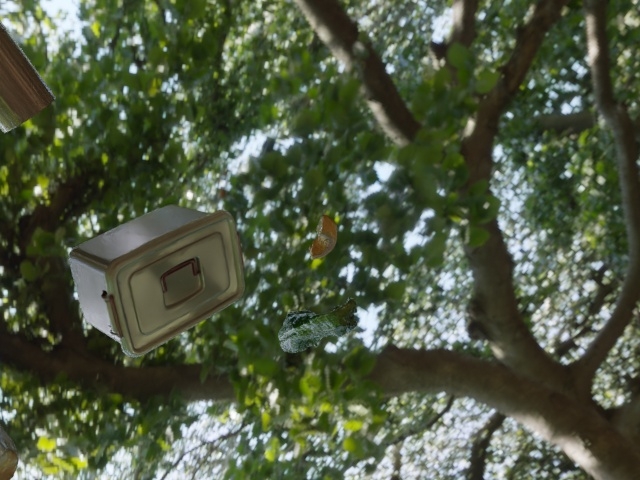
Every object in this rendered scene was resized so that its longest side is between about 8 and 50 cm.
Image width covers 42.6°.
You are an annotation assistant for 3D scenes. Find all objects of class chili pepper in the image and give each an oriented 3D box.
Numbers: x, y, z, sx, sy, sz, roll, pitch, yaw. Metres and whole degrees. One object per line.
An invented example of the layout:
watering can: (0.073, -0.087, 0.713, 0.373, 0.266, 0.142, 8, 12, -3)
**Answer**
chili pepper: (-0.011, 0.150, 1.410, 0.100, 0.257, 0.074, -12, -95, -28)

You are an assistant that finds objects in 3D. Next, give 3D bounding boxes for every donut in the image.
donut: (0.000, 0.000, 1.548, 0.067, 0.083, 0.038, 41, -160, -38)

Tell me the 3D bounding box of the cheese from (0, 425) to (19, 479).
cheese: (-0.493, 0.254, 1.085, 0.163, 0.286, 0.082, 42, -108, 10)

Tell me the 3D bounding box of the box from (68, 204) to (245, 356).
box: (-0.296, 0.055, 1.478, 0.168, 0.193, 0.294, 18, -145, 39)

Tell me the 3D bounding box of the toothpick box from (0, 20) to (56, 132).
toothpick box: (-0.534, -0.281, 1.347, 0.180, 0.111, 0.111, 57, -131, -23)
